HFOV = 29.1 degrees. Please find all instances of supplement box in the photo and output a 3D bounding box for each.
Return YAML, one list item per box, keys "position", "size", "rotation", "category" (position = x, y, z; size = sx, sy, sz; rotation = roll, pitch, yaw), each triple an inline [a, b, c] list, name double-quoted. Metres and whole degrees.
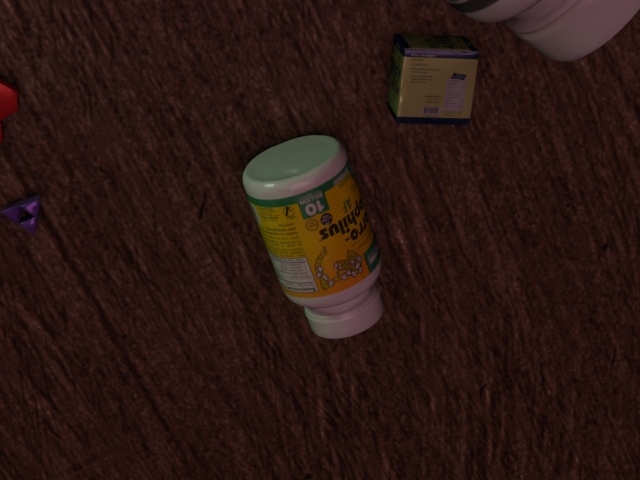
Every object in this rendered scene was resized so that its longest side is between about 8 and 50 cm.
- position: [0.120, -0.173, 1.324]
  size: [0.083, 0.056, 0.083]
  rotation: [1, 115, -10]
  category: "supplement box"

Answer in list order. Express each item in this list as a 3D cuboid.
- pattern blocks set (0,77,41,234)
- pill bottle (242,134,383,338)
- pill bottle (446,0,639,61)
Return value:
- position: [-0.463, -0.036, 1.311]
  size: [0.324, 0.026, 0.285]
  rotation: [-8, 116, -6]
  category: "pattern blocks set"
- position: [0.000, 0.000, 1.354]
  size: [0.117, 0.117, 0.208]
  rotation: [-19, 116, 0]
  category: "pill bottle"
- position: [0.144, -0.338, 1.167]
  size: [0.361, 0.204, 0.204]
  rotation: [32, 107, -22]
  category: "pill bottle"
